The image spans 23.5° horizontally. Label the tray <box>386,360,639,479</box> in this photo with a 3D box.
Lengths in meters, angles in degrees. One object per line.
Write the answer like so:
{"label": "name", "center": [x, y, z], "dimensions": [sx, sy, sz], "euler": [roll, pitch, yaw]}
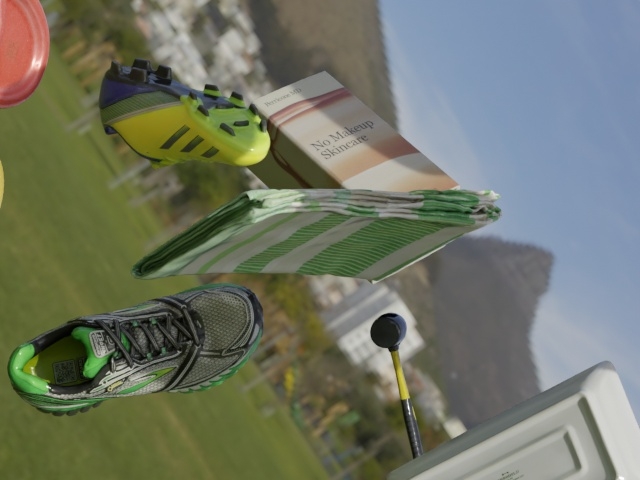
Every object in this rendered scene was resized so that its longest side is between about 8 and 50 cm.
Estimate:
{"label": "tray", "center": [0.184, 0.233, 1.476], "dimensions": [0.030, 0.270, 0.145], "euler": [21, 44, -53]}

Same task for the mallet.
{"label": "mallet", "center": [0.093, 0.174, 1.760], "dimensions": [0.062, 0.039, 0.189], "euler": [21, 57, -76]}

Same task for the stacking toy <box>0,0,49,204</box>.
{"label": "stacking toy", "center": [-0.449, -0.177, 1.749], "dimensions": [0.130, 0.309, 0.279], "euler": [12, -16, 20]}

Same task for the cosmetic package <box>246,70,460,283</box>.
{"label": "cosmetic package", "center": [0.040, -0.095, 2.195], "dimensions": [0.296, 0.153, 0.129], "euler": [42, -37, 29]}

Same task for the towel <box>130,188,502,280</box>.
{"label": "towel", "center": [0.000, 0.000, 1.629], "dimensions": [0.248, 0.325, 0.038], "euler": [-29, -112, 50]}

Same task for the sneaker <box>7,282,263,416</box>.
{"label": "sneaker", "center": [-0.236, 0.145, 1.977], "dimensions": [0.146, 0.343, 0.134], "euler": [58, 13, -78]}

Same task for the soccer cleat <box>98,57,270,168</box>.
{"label": "soccer cleat", "center": [-0.168, -0.135, 1.904], "dimensions": [0.289, 0.093, 0.121], "euler": [27, -64, 38]}
